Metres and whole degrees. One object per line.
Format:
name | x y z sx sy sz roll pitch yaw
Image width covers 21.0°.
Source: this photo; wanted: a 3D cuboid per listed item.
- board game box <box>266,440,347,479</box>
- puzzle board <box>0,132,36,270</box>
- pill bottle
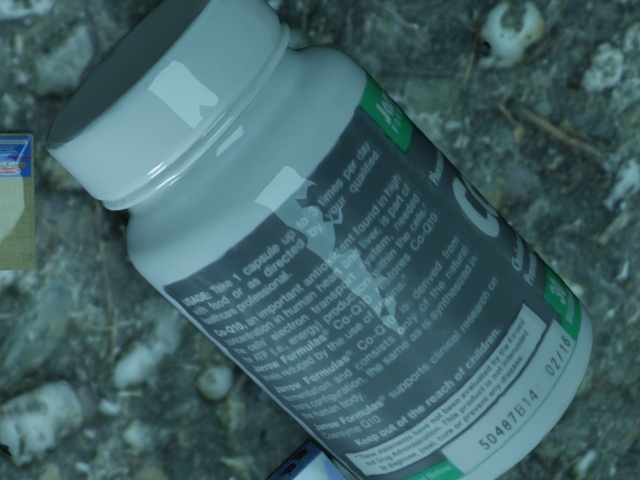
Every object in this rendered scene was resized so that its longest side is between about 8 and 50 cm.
board game box | -0.033 0.279 1.292 0.211 0.039 0.160 -43 107 -9
puzzle board | -0.261 -0.025 1.191 0.128 0.011 0.096 -2 97 -18
pill bottle | 0.000 0.000 1.176 0.204 0.204 0.361 -47 109 -7
